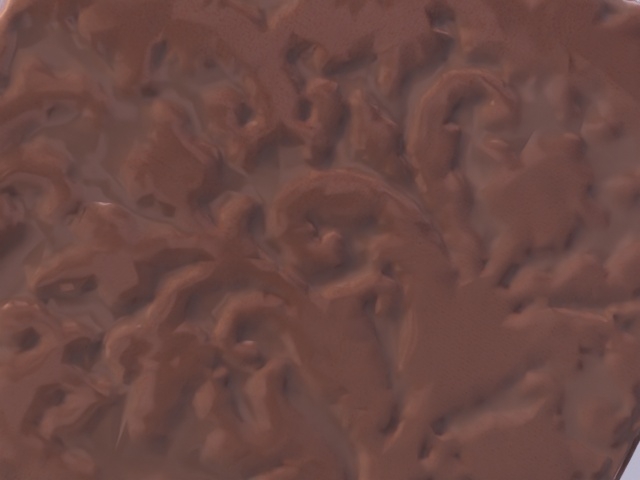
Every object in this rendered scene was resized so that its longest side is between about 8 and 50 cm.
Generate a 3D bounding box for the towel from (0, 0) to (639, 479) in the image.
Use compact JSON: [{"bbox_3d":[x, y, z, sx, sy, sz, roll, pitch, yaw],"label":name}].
[{"bbox_3d":[0.000,0.000,0.572,0.332,0.053,0.317,30,-94,-11],"label":"towel"}]
